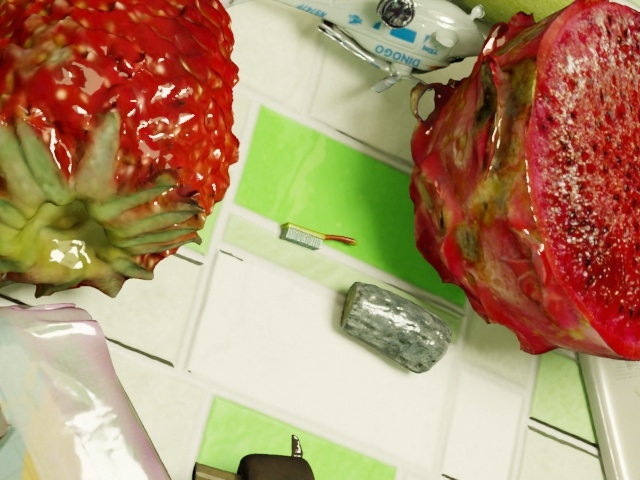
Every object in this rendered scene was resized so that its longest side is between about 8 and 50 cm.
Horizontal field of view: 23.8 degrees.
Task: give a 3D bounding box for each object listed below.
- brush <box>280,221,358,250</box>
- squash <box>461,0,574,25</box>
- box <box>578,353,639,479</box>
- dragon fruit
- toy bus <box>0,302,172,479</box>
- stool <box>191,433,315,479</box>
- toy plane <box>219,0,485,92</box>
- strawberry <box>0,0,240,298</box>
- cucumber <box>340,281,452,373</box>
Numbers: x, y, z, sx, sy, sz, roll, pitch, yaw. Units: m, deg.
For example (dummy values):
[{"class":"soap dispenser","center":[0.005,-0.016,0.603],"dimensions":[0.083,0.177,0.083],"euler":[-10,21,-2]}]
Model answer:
[{"class":"brush","center":[0.000,0.000,1.522],"dimensions":[0.083,0.019,0.021],"euler":[13,77,-25]},{"class":"squash","center":[0.223,-0.299,1.686],"dimensions":[0.247,0.132,0.132],"euler":[34,60,-15]},{"class":"box","center":[0.368,0.234,1.637],"dimensions":[0.142,0.044,0.285],"euler":[-3,75,-28]},{"class":"dragon fruit","center":[0.239,-0.053,1.531],"dimensions":[0.386,0.249,0.371],"euler":[-40,113,-43]},{"class":"toy bus","center":[-0.201,0.225,1.233],"dimensions":[0.162,0.171,0.386],"euler":[-25,85,-25]},{"class":"stool","center":[-0.059,0.280,1.339],"dimensions":[0.121,0.125,0.217],"euler":[2,90,-11]},{"class":"toy plane","center":[0.037,-0.234,1.550],"dimensions":[0.273,0.107,0.182],"euler":[26,30,7]},{"class":"strawberry","center":[-0.218,-0.128,1.317],"dimensions":[0.292,0.292,0.343],"euler":[11,50,-26]},{"class":"cucumber","center":[0.071,0.084,1.508],"dimensions":[0.112,0.064,0.064],"euler":[30,61,-18]}]
